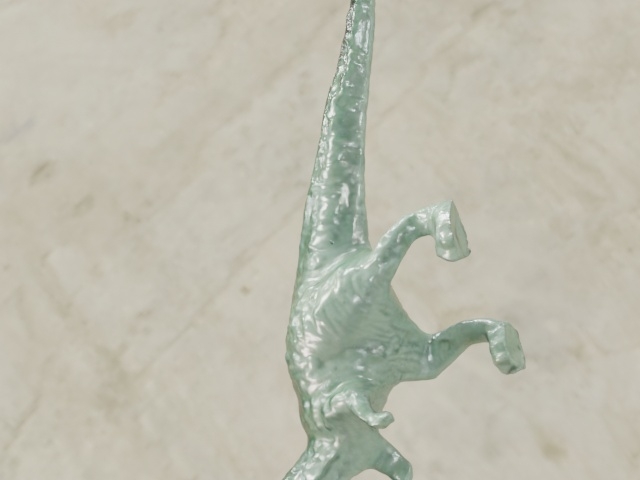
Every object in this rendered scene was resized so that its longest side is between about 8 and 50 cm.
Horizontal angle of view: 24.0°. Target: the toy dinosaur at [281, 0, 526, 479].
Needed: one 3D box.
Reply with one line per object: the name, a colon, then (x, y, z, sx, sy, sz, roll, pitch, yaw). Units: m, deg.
toy dinosaur: (0.046, 0.002, 0.760, 0.129, 0.076, 0.383, 8, 80, 22)
